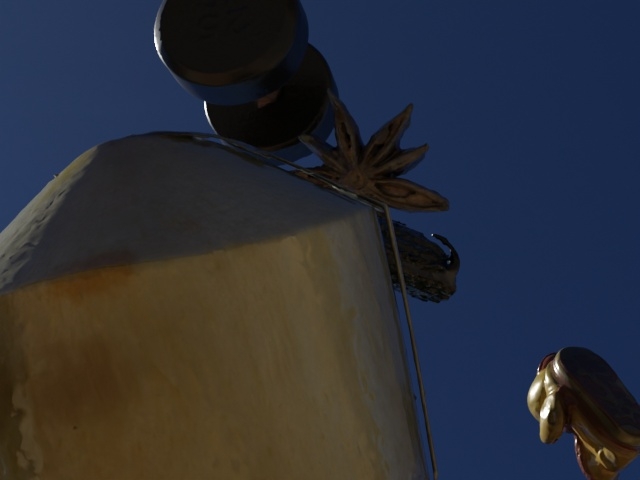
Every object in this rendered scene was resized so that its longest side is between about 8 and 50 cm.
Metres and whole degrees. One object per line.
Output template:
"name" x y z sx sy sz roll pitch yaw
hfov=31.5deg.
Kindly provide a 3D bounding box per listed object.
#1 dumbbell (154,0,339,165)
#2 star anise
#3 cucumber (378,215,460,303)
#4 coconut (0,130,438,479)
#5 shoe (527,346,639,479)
"dumbbell" -0.072 -0.186 1.223 0.152 0.152 0.218 -18 -23 7
"star anise" 0.047 -0.064 1.198 0.195 0.065 0.182 20 -84 19
"cucumber" 0.000 -0.002 0.935 0.245 0.067 0.067 16 -66 -27
"coconut" -0.082 0.085 0.695 0.323 0.323 0.323 -1 -65 -1
"shoe" 0.195 0.132 0.851 0.072 0.109 0.069 -14 -50 -44
